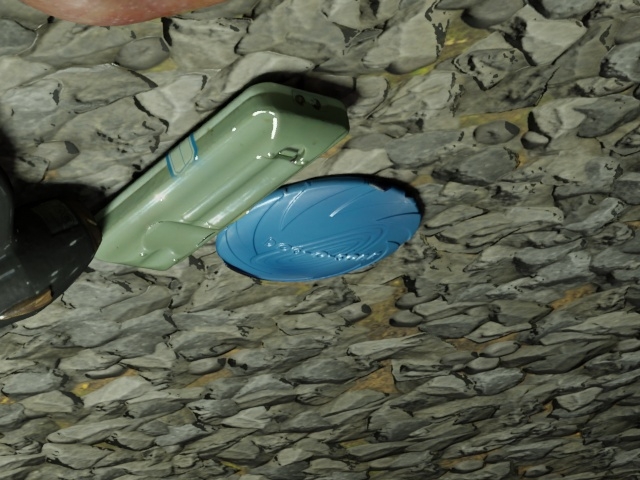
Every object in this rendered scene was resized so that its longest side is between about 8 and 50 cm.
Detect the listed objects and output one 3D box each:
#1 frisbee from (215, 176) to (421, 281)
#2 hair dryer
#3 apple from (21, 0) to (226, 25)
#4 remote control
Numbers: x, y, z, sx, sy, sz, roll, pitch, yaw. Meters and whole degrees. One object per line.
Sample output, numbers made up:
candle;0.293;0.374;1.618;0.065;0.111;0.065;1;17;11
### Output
frisbee;0.000;0.000;2.031;0.242;0.045;0.242;-8;153;-4
hair dryer;-0.360;-0.027;1.724;0.303;0.120;0.359;-30;145;-26
apple;-0.139;-0.275;1.192;0.305;0.235;0.306;-8;153;-4
remote control;-0.112;-0.056;1.845;0.128;0.065;0.335;9;148;-40
